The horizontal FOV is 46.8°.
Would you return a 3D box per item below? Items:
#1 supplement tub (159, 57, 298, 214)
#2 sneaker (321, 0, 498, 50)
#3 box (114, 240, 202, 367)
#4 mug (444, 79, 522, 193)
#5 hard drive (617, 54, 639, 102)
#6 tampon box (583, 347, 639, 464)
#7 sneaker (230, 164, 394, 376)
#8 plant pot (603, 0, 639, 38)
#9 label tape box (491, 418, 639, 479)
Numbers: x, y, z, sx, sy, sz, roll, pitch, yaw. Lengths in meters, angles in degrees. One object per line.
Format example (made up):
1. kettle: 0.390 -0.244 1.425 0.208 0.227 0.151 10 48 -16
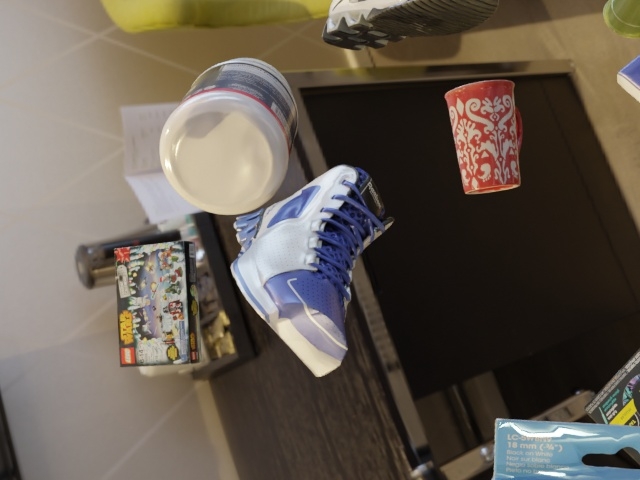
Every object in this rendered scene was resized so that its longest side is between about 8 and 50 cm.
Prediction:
1. supplement tub: -0.135 -0.176 1.181 0.272 0.191 0.191 -84 3 -63
2. sneaker: 0.118 -0.365 1.048 0.330 0.122 0.146 12 92 53
3. box: -0.183 0.072 0.832 0.094 0.027 0.137 -7 84 21
4. mug: 0.291 -0.169 1.226 0.113 0.150 0.169 159 105 -75
5. hard drive: 0.653 -0.286 1.124 0.319 0.040 0.210 -39 63 3
6. tampon box: 0.427 0.223 0.887 0.120 0.101 0.161 -51 51 9
7. sneaker: 0.000 0.000 0.872 0.127 0.182 0.315 50 -173 -25
8. plant pot: 0.472 -0.356 1.090 0.079 0.083 0.083 89 156 -68
9. label tape box: 0.276 0.333 0.681 0.241 0.106 0.333 0 117 10
